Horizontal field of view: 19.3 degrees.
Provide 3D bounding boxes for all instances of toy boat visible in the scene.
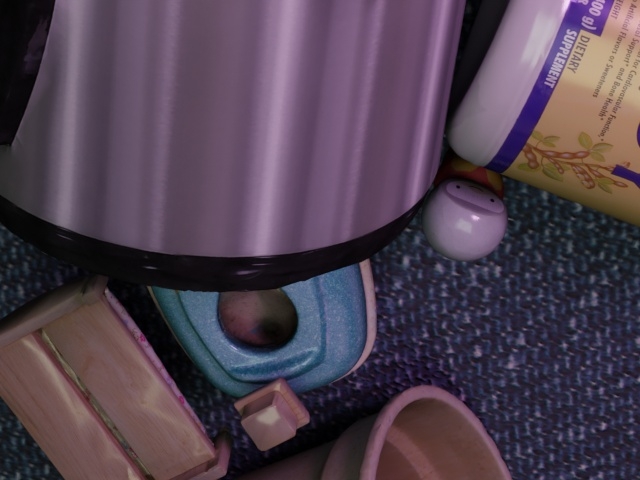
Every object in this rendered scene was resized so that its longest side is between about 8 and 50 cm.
[{"bbox_3d":[0.000,0.000,1.526,0.318,0.148,0.267,-18,113,16],"label":"toy boat"}]

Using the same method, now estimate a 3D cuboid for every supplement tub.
[{"bbox_3d":[0.281,-0.117,1.378,0.331,0.241,0.241,21,117,-3],"label":"supplement tub"}]

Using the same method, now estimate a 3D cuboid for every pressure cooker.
[{"bbox_3d":[-0.074,-0.225,1.298,0.370,0.375,0.420,16,123,12],"label":"pressure cooker"}]

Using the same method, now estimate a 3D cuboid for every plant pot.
[{"bbox_3d":[-0.012,0.318,1.617,0.305,0.334,0.334,-16,114,26],"label":"plant pot"}]

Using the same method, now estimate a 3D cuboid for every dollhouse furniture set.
[{"bbox_3d":[-0.231,0.078,1.585,0.355,0.174,0.303,-26,111,17],"label":"dollhouse furniture set"}]
